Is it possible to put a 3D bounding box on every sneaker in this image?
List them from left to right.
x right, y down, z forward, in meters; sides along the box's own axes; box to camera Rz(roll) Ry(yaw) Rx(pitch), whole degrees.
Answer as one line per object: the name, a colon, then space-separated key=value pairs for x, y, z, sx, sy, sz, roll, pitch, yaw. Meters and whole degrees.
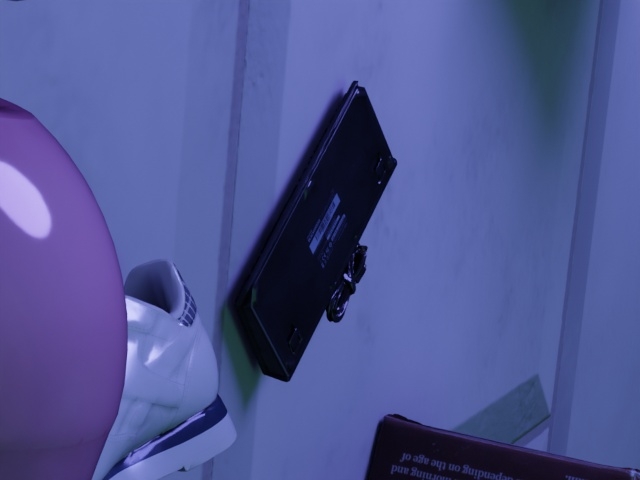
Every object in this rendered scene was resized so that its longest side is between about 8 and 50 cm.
sneaker: x=-0.121 y=0.076 z=0.864 sx=0.235 sy=0.090 sz=0.095 roll=-28 pitch=112 yaw=-65

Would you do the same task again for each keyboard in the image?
keyboard: x=0.000 y=0.000 z=1.159 sx=0.180 sy=0.023 sz=0.108 roll=-62 pitch=145 yaw=-32

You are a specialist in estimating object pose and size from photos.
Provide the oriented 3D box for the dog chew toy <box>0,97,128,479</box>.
dog chew toy: x=-0.184 y=0.105 z=0.587 sx=0.206 sy=0.207 sz=0.332 roll=3 pitch=105 yaw=-66

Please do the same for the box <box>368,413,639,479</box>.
box: x=0.105 y=0.330 z=1.321 sx=0.143 sy=0.191 sz=0.381 roll=34 pitch=69 yaw=-64
